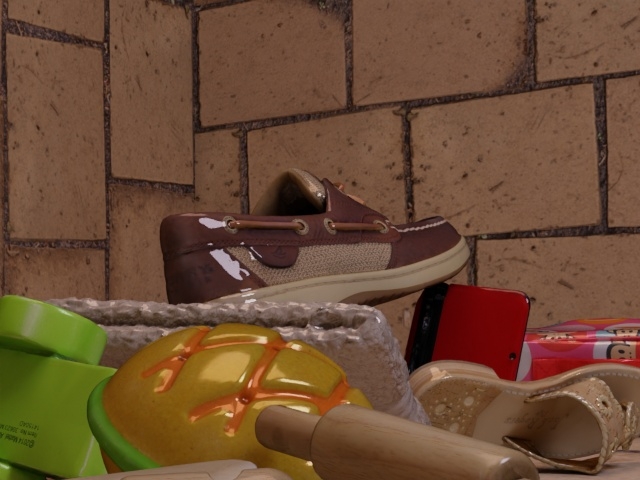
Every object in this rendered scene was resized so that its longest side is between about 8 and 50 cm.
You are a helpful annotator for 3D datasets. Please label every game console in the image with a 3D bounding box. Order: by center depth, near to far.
[{"bbox_3d":[0.114,0.114,1.169,0.085,0.144,0.124,14,-13,0],"label":"game console"}]

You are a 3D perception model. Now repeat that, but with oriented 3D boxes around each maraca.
[{"bbox_3d":[-0.018,0.095,0.571,0.186,0.099,0.127,29,22,38],"label":"maraca"}]

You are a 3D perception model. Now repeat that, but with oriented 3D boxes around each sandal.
[{"bbox_3d":[0.174,0.142,1.012,0.240,0.088,0.079,8,26,-27],"label":"sandal"}]

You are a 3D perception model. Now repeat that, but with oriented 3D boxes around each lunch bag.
[{"bbox_3d":[0.328,0.140,1.449,0.293,0.120,0.258,-1,-4,16],"label":"lunch bag"}]

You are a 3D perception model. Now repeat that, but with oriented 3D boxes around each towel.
[{"bbox_3d":[-0.073,0.102,0.932,0.282,0.049,0.187,-1,-34,17],"label":"towel"}]

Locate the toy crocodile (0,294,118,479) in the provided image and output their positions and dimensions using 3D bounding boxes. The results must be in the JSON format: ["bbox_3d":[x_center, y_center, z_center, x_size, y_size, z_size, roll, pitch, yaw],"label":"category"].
[{"bbox_3d":[-0.197,0.104,0.822,0.341,0.115,0.105,-4,-26,46],"label":"toy crocodile"}]

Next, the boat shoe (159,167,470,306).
[{"bbox_3d":[0.000,0.000,1.077,0.123,0.123,0.342,-20,-4,39],"label":"boat shoe"}]

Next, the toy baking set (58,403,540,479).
[{"bbox_3d":[-0.040,0.086,0.425,0.197,0.030,0.256,-10,13,-36],"label":"toy baking set"}]
